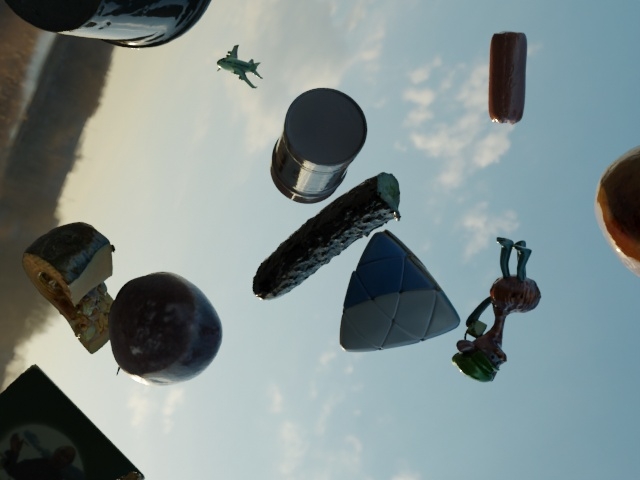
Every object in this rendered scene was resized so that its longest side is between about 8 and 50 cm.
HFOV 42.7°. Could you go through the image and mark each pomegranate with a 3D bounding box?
[{"bbox_3d":[0.677,-0.061,1.547,0.319,0.319,0.319,-52,-155,36],"label":"pomegranate"}]

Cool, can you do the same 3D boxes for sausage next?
[{"bbox_3d":[0.312,-0.270,1.367,0.062,0.062,0.154,-130,-144,-68],"label":"sausage"}]

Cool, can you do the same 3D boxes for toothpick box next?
[{"bbox_3d":[-0.006,-0.112,0.997,0.149,0.098,0.098,126,-18,-72],"label":"toothpick box"}]

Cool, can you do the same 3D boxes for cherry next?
[{"bbox_3d":[-0.290,0.164,1.510,0.266,0.213,0.183,-7,-165,33],"label":"cherry"}]

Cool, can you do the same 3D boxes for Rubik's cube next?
[{"bbox_3d":[0.126,0.133,1.670,0.254,0.254,0.254,-52,-155,36],"label":"Rubik's cube"}]

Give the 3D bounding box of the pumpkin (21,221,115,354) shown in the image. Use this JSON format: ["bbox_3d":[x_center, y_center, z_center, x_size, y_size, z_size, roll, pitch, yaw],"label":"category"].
[{"bbox_3d":[-0.505,0.095,1.767,0.190,0.280,0.139,-20,-159,49],"label":"pumpkin"}]

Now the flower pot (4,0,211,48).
[{"bbox_3d":[-0.261,-0.329,0.903,0.269,0.269,0.166,-54,178,33],"label":"flower pot"}]

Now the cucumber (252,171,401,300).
[{"bbox_3d":[0.000,0.000,1.199,0.303,0.072,0.081,-33,-138,36],"label":"cucumber"}]

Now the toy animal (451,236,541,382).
[{"bbox_3d":[0.251,0.097,1.174,0.103,0.100,0.208,29,-76,63],"label":"toy animal"}]

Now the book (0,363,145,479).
[{"bbox_3d":[-0.490,0.402,1.235,0.371,0.260,0.043,-42,168,-23],"label":"book"}]

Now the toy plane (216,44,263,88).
[{"bbox_3d":[-0.161,-0.339,1.594,0.040,0.111,0.102,-43,-114,39],"label":"toy plane"}]

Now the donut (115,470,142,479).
[{"bbox_3d":[-0.260,0.346,0.938,0.178,0.065,0.162,-34,-172,29],"label":"donut"}]
